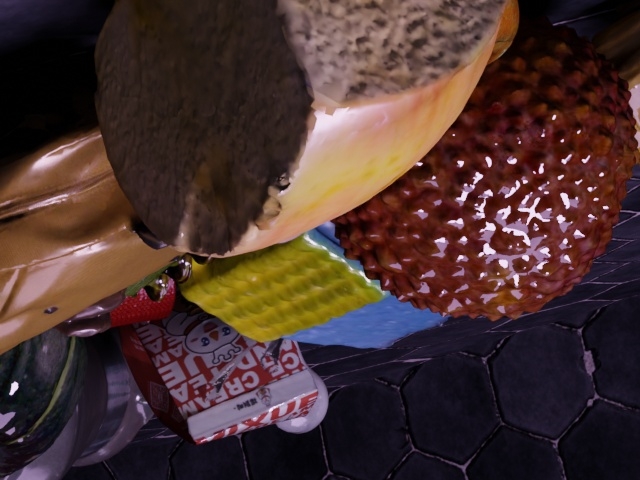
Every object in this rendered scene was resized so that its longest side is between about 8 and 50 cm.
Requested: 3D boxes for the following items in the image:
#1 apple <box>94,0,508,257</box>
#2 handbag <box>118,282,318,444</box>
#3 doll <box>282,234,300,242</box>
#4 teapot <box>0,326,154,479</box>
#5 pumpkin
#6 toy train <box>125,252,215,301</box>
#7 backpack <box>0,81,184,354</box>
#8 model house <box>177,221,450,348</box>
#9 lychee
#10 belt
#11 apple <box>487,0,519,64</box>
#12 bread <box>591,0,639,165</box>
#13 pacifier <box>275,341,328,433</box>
[{"bbox_3d":[-0.029,-0.139,1.237,0.252,0.314,0.309,34,149,-8],"label":"apple"},{"bbox_3d":[-0.126,0.152,2.051,0.171,0.151,0.298,-19,-152,-13],"label":"handbag"},{"bbox_3d":[-0.014,-0.066,1.664,0.278,0.154,0.119,-5,152,-27],"label":"doll"},{"bbox_3d":[-0.423,0.190,2.218,0.376,0.306,0.361,13,-175,20],"label":"teapot"},{"bbox_3d":[-0.407,0.123,1.851,0.323,0.241,0.323,-4,151,-2],"label":"pumpkin"},{"bbox_3d":[-0.179,-0.020,1.756,0.090,0.137,0.225,-1,160,-32],"label":"toy train"},{"bbox_3d":[-0.254,-0.001,1.480,0.378,0.201,0.353,-23,-176,45],"label":"backpack"},{"bbox_3d":[0.000,0.000,1.879,0.303,0.216,0.237,2,163,-40],"label":"model house"},{"bbox_3d":[0.145,-0.067,1.526,0.304,0.276,0.276,-2,166,-17],"label":"lychee"},{"bbox_3d":[-0.238,0.035,1.969,0.124,0.128,0.201,-11,170,-16],"label":"belt"},{"bbox_3d":[0.098,-0.180,1.378,0.099,0.102,0.114,-20,169,-44],"label":"apple"},{"bbox_3d":[0.450,-0.123,1.589,0.370,0.192,0.314,-18,137,21],"label":"bread"},{"bbox_3d":[-0.074,0.112,2.331,0.332,0.273,0.220,-17,152,17],"label":"pacifier"}]
